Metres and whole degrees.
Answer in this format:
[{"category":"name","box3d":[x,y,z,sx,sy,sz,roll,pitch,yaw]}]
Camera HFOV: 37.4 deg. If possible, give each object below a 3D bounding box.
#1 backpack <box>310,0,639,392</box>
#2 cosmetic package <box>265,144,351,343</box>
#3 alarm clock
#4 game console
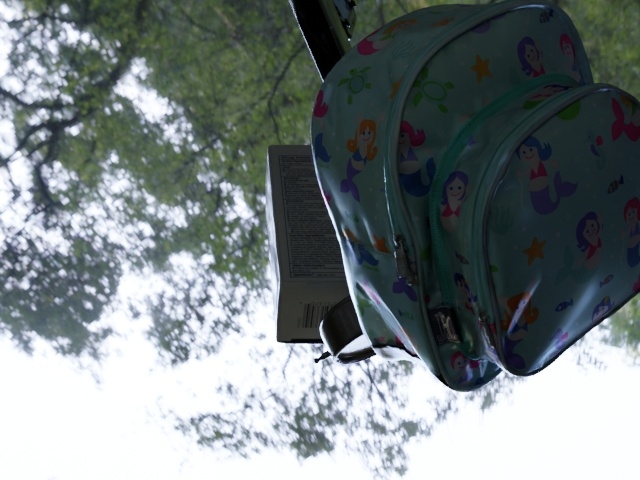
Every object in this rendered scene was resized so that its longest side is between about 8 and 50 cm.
[{"category":"backpack","box3d":[0.118,-0.041,0.675,0.225,0.254,0.191,-31,-159,-26]},{"category":"cosmetic package","box3d":[0.000,0.000,1.381,0.153,0.129,0.296,1,-137,-6]},{"category":"alarm clock","box3d":[0.072,0.089,1.155,0.129,0.192,0.064,-10,-114,-36]},{"category":"game console","box3d":[0.006,-0.334,1.312,0.044,0.213,0.361,-20,-160,13]}]
